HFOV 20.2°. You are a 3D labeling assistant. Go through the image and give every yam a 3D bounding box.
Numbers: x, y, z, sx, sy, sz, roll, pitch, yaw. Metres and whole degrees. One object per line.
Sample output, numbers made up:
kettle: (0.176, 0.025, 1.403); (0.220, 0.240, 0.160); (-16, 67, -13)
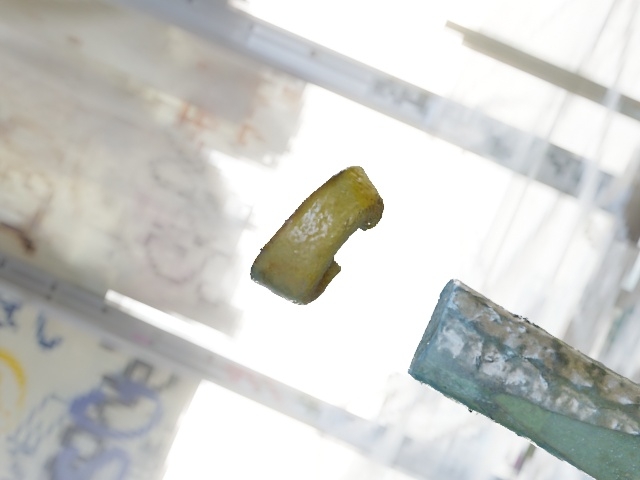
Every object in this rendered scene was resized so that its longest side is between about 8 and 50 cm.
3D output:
yam: (0.134, 0.091, 1.079); (0.068, 0.169, 0.068); (-59, -6, -10)

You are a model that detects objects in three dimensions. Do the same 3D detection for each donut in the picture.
donut: (0.000, 0.000, 1.203); (0.108, 0.043, 0.097); (-55, -13, 23)
